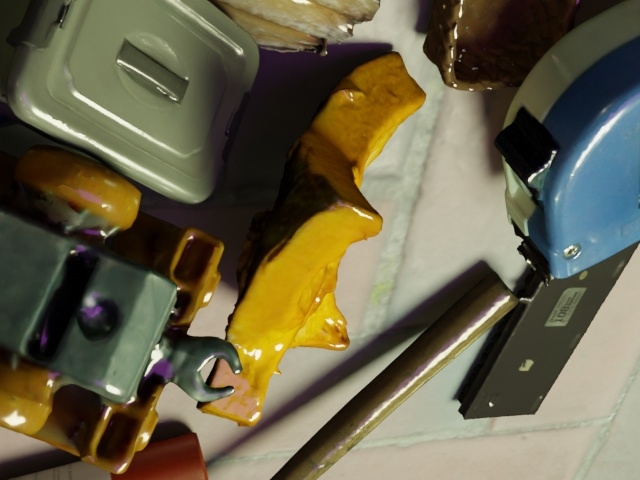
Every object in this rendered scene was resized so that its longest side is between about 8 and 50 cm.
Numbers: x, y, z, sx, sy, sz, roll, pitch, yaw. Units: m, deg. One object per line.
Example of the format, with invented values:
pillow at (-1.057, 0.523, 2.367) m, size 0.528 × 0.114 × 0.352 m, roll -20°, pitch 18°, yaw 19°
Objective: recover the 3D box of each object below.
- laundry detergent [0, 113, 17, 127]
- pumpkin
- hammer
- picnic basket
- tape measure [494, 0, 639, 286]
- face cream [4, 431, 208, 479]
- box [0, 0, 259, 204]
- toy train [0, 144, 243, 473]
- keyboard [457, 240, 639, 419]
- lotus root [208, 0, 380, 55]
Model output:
laundry detergent at (-0.229, -0.134, 0.682) m, size 0.061 × 0.097 × 0.206 m, roll -13°, pitch 145°, yaw 31°
pumpkin at (-0.012, 0.023, 0.814) m, size 0.095 × 0.258 × 0.290 m, roll 22°, pitch 124°, yaw 5°
hammer at (0.015, 0.192, 1.043) m, size 0.440 × 0.168 × 0.044 m, roll -43°, pitch 102°, yaw 8°
picnic basket at (0.136, -0.199, 0.778) m, size 0.110 × 0.055 × 0.193 m, roll -8°, pitch 135°, yaw -22°
tape measure at (0.303, -0.112, 0.864) m, size 0.351 × 0.098 × 0.215 m, roll -30°, pitch 144°, yaw -6°
face cream at (-0.209, 0.250, 1.027) m, size 0.214 × 0.096 × 0.096 m, roll -13°, pitch 133°, yaw -9°
box at (-0.131, -0.106, 0.677) m, size 0.172 × 0.092 × 0.124 m, roll 32°, pitch 74°, yaw -49°
toy train at (-0.223, 0.019, 0.700) m, size 0.369 × 0.163 × 0.231 m, roll 24°, pitch 166°, yaw -3°
keyboard at (0.226, 0.057, 1.065) m, size 0.106 × 0.027 × 0.317 m, roll 3°, pitch 129°, yaw -27°
lotus root at (-0.114, -0.209, 0.652) m, size 0.329 × 0.078 × 0.167 m, roll 21°, pitch 158°, yaw -32°
